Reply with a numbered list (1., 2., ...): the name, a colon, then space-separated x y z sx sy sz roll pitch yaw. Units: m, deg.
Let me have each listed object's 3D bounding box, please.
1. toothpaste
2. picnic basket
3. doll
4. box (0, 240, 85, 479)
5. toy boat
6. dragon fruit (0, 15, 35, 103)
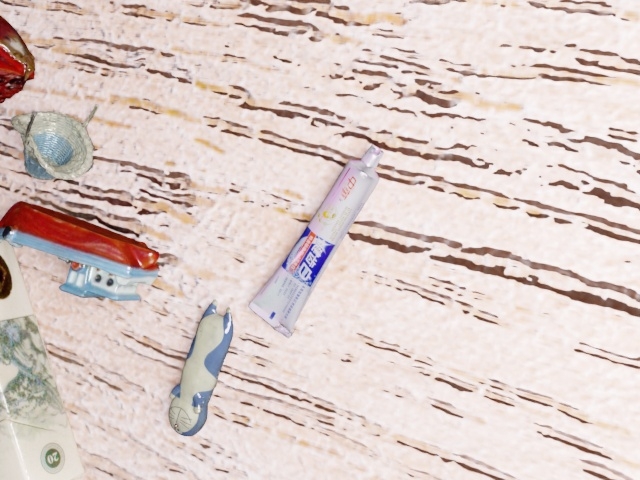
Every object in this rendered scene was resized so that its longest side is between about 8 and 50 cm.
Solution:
1. toothpaste: 0.000 0.000 0.526 0.045 0.028 0.170 36 107 10
2. picnic basket: -0.240 -0.093 0.607 0.083 0.065 0.083 51 131 17
3. doll: -0.102 0.111 0.575 0.037 0.027 0.125 24 102 27
4. box: -0.349 0.135 0.658 0.164 0.069 0.257 -23 84 22
5. toy boat: -0.223 0.011 0.598 0.172 0.069 0.059 18 92 16
6. dragon fruit: -0.366 -0.193 0.622 0.127 0.120 0.161 -32 76 15
